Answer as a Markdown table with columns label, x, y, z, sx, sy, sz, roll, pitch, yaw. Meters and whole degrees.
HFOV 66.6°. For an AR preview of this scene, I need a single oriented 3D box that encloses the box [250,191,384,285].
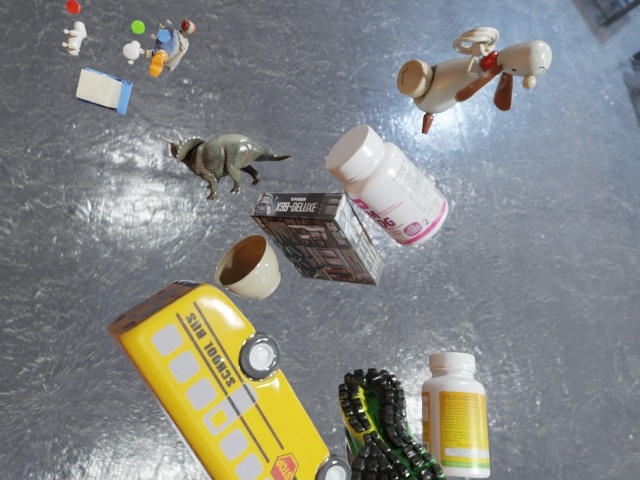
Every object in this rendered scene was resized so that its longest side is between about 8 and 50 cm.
| label | x | y | z | sx | sy | sz | roll | pitch | yaw |
| --- | --- | --- | --- | --- | --- | --- | --- | --- | --- |
| box | 0.000 | 0.000 | 1.245 | 0.307 | 0.243 | 0.076 | 54 | 48 | -46 |

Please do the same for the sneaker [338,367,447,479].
| label | x | y | z | sx | sy | sz | roll | pitch | yaw |
| --- | --- | --- | --- | --- | --- | --- | --- | --- | --- |
| sneaker | 0.106 | 0.351 | 0.714 | 0.134 | 0.343 | 0.146 | -7 | 116 | 1 |

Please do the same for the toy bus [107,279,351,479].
| label | x | y | z | sx | sy | sz | roll | pitch | yaw |
| --- | --- | --- | --- | --- | --- | --- | --- | --- | --- |
| toy bus | -0.091 | 0.201 | 0.560 | 0.130 | 0.108 | 0.332 | -35 | 106 | -29 |

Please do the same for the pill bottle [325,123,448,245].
| label | x | y | z | sx | sy | sz | roll | pitch | yaw |
| --- | --- | --- | --- | --- | --- | --- | --- | --- | --- |
| pill bottle | 0.154 | -0.126 | 1.140 | 0.283 | 0.160 | 0.160 | 40 | 58 | -25 |

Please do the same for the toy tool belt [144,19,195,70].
| label | x | y | z | sx | sy | sz | roll | pitch | yaw |
| --- | --- | --- | --- | --- | --- | --- | --- | --- | --- |
| toy tool belt | -0.233 | -0.309 | 0.751 | 0.052 | 0.083 | 0.051 | 44 | 15 | 26 |

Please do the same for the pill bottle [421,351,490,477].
| label | x | y | z | sx | sy | sz | roll | pitch | yaw |
| --- | --- | --- | --- | --- | --- | --- | --- | --- | --- |
| pill bottle | 0.289 | 0.375 | 1.059 | 0.136 | 0.136 | 0.245 | 15 | 65 | -24 |

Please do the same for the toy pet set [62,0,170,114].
| label | x | y | z | sx | sy | sz | roll | pitch | yaw |
| --- | --- | --- | --- | --- | --- | --- | --- | --- | --- |
| toy pet set | -0.257 | -0.221 | 0.617 | 0.122 | 0.065 | 0.114 | 17 | 100 | -7 |

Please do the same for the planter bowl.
| label | x | y | z | sx | sy | sz | roll | pitch | yaw |
| --- | --- | --- | --- | --- | --- | --- | --- | --- | --- |
| planter bowl | -0.169 | 0.081 | 1.226 | 0.109 | 0.162 | 0.162 | 50 | 54 | -34 |

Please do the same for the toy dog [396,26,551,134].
| label | x | y | z | sx | sy | sz | roll | pitch | yaw |
| --- | --- | --- | --- | --- | --- | --- | --- | --- | --- |
| toy dog | 0.319 | -0.328 | 1.080 | 0.220 | 0.334 | 0.160 | -1 | 94 | -23 |

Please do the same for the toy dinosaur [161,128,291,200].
| label | x | y | z | sx | sy | sz | roll | pitch | yaw |
| --- | --- | --- | --- | --- | --- | --- | --- | --- | --- |
| toy dinosaur | -0.235 | -0.199 | 1.208 | 0.121 | 0.314 | 0.160 | -82 | 163 | -59 |
